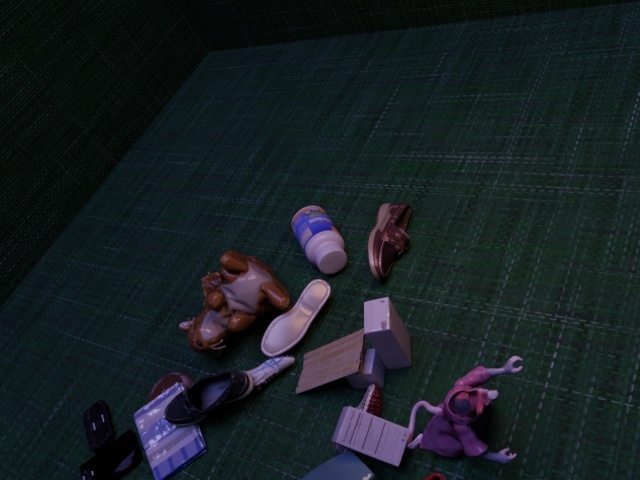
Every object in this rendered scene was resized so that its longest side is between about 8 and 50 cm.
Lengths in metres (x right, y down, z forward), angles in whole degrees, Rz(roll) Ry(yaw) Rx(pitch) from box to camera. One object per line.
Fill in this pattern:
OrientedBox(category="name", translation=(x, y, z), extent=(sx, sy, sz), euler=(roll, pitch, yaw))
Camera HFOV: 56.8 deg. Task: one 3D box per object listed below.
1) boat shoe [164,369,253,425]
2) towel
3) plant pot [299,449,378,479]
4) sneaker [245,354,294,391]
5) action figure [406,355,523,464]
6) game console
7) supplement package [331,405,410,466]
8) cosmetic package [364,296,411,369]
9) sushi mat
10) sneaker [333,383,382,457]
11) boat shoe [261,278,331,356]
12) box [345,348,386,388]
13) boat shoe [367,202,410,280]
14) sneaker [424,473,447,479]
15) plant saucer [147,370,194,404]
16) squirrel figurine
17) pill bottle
OrientedBox(category="boat shoe", translation=(-0.389, 0.509, 1.933), extent=(0.340, 0.113, 0.127), euler=(-21, 60, 17))
OrientedBox(category="towel", translation=(-0.513, 0.645, 2.004), extent=(0.209, 0.034, 0.285), euler=(-35, 52, -1))
OrientedBox(category="plant pot", translation=(0.042, 0.691, 1.569), extent=(0.234, 0.165, 0.166), euler=(-40, 42, -15))
OrientedBox(category="sneaker", translation=(-0.189, 0.453, 1.991), extent=(0.237, 0.085, 0.086), euler=(-26, 68, 4))
OrientedBox(category="action figure", translation=(0.351, 0.409, 1.477), extent=(0.276, 0.370, 0.247), euler=(6, 66, 15))
OrientedBox(category="game console", translation=(-0.770, 0.712, 2.123), extent=(0.213, 0.044, 0.361), euler=(-36, 43, -6))
OrientedBox(category="supplement package", translation=(0.135, 0.534, 1.620), extent=(0.180, 0.105, 0.105), euler=(21, 73, 0))
OrientedBox(category="cosmetic package", translation=(0.204, 0.284, 1.787), extent=(0.086, 0.231, 0.117), euler=(-15, 45, 20))
OrientedBox(category="sushi mat", translation=(0.031, 0.380, 1.857), extent=(0.317, 0.019, 0.151), euler=(-33, 35, 43))
OrientedBox(category="sneaker", translation=(0.108, 0.519, 1.737), extent=(0.093, 0.088, 0.225), euler=(11, 58, 39))
OrientedBox(category="boat shoe", translation=(-0.081, 0.278, 2.065), extent=(0.117, 0.096, 0.324), euler=(35, 73, 13))
OrientedBox(category="box", translation=(0.136, 0.395, 1.822), extent=(0.102, 0.101, 0.087), euler=(-9, 48, 27))
OrientedBox(category="boat shoe", translation=(0.257, -0.006, 2.110), extent=(0.123, 0.123, 0.341), euler=(-6, 42, 28))
OrientedBox(category="sneaker", translation=(0.252, 0.681, 1.470), extent=(0.087, 0.128, 0.221), euler=(7, 55, 35))
OrientedBox(category="plant saucer", translation=(-0.549, 0.554, 2.138), extent=(0.199, 0.036, 0.198), euler=(-16, 44, 17))
OrientedBox(category="squirrel figurine", translation=(-0.331, 0.239, 2.166), extent=(0.370, 0.281, 0.397), euler=(-53, 11, 7))
OrientedBox(category="pill bottle", translation=(0.000, 0.000, 2.230), extent=(0.152, 0.152, 0.272), euler=(-33, 42, 1))
